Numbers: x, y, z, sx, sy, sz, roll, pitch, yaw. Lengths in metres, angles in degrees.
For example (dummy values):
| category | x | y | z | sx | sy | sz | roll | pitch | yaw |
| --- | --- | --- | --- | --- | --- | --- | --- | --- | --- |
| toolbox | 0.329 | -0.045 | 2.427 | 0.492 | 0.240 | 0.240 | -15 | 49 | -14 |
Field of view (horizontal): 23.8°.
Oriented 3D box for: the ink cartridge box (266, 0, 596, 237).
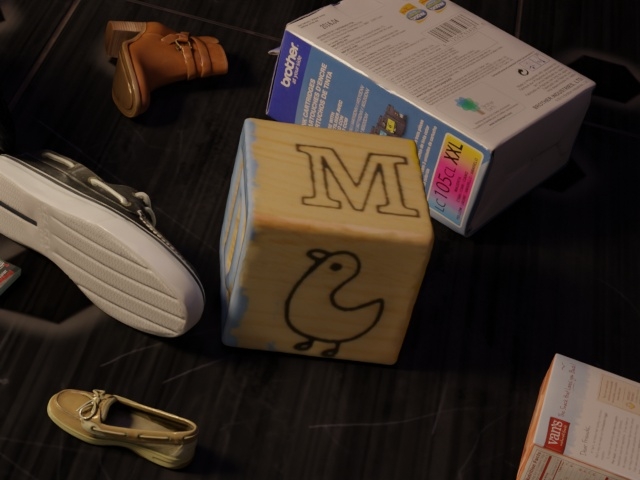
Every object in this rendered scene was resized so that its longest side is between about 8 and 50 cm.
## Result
| category | x | y | z | sx | sy | sz | roll | pitch | yaw |
| --- | --- | --- | --- | --- | --- | --- | --- | --- | --- |
| ink cartridge box | 0.119 | -0.202 | 1.989 | 0.395 | 0.151 | 0.270 | 35 | 41 | 22 |

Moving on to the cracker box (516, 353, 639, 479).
| category | x | y | z | sx | sy | sz | roll | pitch | yaw |
| --- | --- | --- | --- | --- | --- | --- | --- | --- | --- |
| cracker box | 0.334 | 0.224 | 1.588 | 0.232 | 0.067 | 0.155 | 21 | 37 | 6 |

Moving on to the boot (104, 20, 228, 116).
| category | x | y | z | sx | sy | sz | roll | pitch | yaw |
| --- | --- | --- | --- | --- | --- | --- | --- | --- | --- |
| boot | -0.195 | -0.225 | 1.980 | 0.152 | 0.073 | 0.197 | 5 | 41 | -19 |

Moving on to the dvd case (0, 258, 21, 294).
| category | x | y | z | sx | sy | sz | roll | pitch | yaw |
| --- | --- | --- | --- | --- | --- | --- | --- | --- | --- |
| dvd case | -0.395 | 0.033 | 1.627 | 0.119 | 0.013 | 0.087 | 22 | 38 | 11 |

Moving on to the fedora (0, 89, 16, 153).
| category | x | y | z | sx | sy | sz | roll | pitch | yaw |
| --- | --- | --- | --- | --- | --- | --- | --- | --- | --- |
| fedora | -0.480 | -0.200 | 1.728 | 0.152 | 0.334 | 0.334 | -30 | 48 | -2 |

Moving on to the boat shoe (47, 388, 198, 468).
| category | x | y | z | sx | sy | sz | roll | pitch | yaw |
| --- | --- | --- | --- | --- | --- | --- | --- | --- | --- |
| boat shoe | -0.193 | 0.175 | 1.485 | 0.153 | 0.048 | 0.056 | 22 | 37 | 9 |

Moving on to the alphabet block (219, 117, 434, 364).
| category | x | y | z | sx | sy | sz | roll | pitch | yaw |
| --- | --- | --- | --- | --- | --- | --- | --- | --- | --- |
| alphabet block | 0.000 | 0.000 | 1.661 | 0.197 | 0.192 | 0.193 | 6 | 40 | -9 |

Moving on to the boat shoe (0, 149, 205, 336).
| category | x | y | z | sx | sy | sz | roll | pitch | yaw |
| --- | --- | --- | --- | --- | --- | --- | --- | --- | --- |
| boat shoe | -0.236 | -0.019 | 1.658 | 0.335 | 0.121 | 0.119 | 33 | 45 | 26 |
